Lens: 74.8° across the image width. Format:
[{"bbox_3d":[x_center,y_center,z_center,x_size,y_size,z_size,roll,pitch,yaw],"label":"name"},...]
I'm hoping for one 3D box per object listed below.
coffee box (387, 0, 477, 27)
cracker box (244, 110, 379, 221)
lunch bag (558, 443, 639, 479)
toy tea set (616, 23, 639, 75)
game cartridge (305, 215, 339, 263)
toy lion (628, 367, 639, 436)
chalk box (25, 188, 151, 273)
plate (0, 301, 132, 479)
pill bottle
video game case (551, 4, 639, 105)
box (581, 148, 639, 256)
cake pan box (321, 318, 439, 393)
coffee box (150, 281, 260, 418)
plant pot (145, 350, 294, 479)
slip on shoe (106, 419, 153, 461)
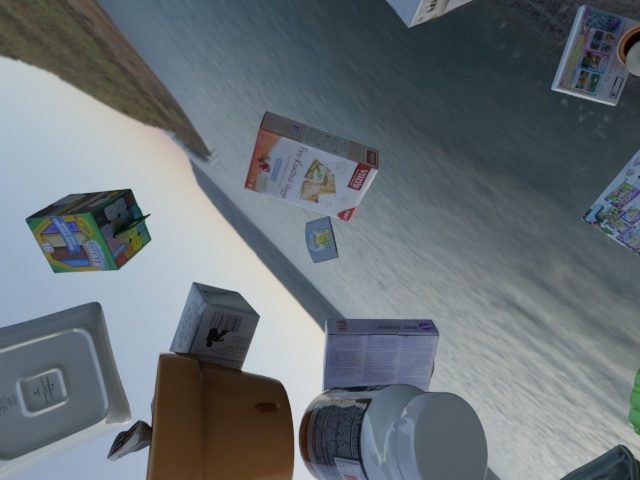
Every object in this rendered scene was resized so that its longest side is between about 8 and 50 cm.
[{"bbox_3d":[0.303,-0.674,1.093,0.141,0.247,0.098,59,162,13],"label":"coffee box"},{"bbox_3d":[-0.020,-0.139,0.829,0.232,0.067,0.155,16,138,-9],"label":"cracker box"},{"bbox_3d":[0.193,0.337,0.293,0.235,0.287,0.169,46,-155,9],"label":"lunch bag"},{"bbox_3d":[0.627,-0.432,0.667,0.200,0.124,0.336,26,122,27],"label":"toy tea set"},{"bbox_3d":[0.000,0.000,0.792,0.017,0.056,0.083,23,-127,-68],"label":"game cartridge"},{"bbox_3d":[0.256,0.115,0.299,0.034,0.096,0.100,18,126,63],"label":"toy lion"},{"bbox_3d":[-0.615,-0.030,1.180,0.180,0.289,0.179,-65,-31,-57],"label":"chalk box"},{"bbox_3d":[-0.536,0.287,0.809,0.045,0.278,0.277,-15,90,52],"label":"plate"},{"bbox_3d":[0.095,0.302,0.632,0.162,0.162,0.278,47,144,-8],"label":"pill bottle"},{"bbox_3d":[0.553,-0.365,0.833,0.143,0.157,0.019,11,-165,-8],"label":"video game case"},{"bbox_3d":[0.488,-0.064,0.502,0.201,0.057,0.293,44,159,25],"label":"box"},{"bbox_3d":[0.138,0.301,0.986,0.070,0.267,0.245,-95,6,-64],"label":"cake pan box"},{"bbox_3d":[-0.249,0.258,0.881,0.119,0.297,0.168,19,-178,-28],"label":"coffee box"},{"bbox_3d":[-0.166,0.325,0.668,0.204,0.290,0.291,5,-169,-21],"label":"plant pot"},{"bbox_3d":[-0.337,0.362,0.748,0.041,0.135,0.051,35,-150,-23],"label":"slip on shoe"}]
